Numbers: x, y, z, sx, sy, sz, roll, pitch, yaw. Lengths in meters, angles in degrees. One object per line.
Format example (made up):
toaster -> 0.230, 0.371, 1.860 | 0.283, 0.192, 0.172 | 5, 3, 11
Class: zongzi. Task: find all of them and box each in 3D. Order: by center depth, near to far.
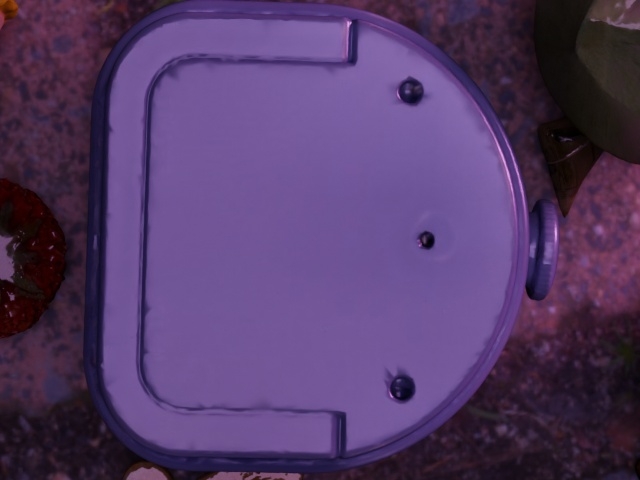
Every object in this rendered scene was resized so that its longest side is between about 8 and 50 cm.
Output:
zongzi -> 0.229, -0.070, 1.532 | 0.076, 0.040, 0.083 | -21, 102, -10

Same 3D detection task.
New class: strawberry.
strawberry -> -0.278, 0.014, 1.474 | 0.145, 0.086, 0.145 | 0, 90, -5

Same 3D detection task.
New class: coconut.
coconut -> 0.278, -0.170, 1.439 | 0.236, 0.205, 0.235 | -18, 116, -42

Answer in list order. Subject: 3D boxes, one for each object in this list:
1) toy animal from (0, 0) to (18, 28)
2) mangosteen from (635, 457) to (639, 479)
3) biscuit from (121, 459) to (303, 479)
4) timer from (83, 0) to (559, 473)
toy animal -> -0.325, -0.219, 1.449 | 0.156, 0.156, 0.229 | -15, 93, -4
mangosteen -> 0.353, 0.130, 1.469 | 0.235, 0.235, 0.261 | 47, 130, -2
biscuit -> -0.111, 0.250, 1.507 | 0.234, 0.030, 0.153 | -24, 90, -3
timer -> 0.000, 0.000, 1.446 | 0.395, 0.173, 0.394 | 0, 88, -3
